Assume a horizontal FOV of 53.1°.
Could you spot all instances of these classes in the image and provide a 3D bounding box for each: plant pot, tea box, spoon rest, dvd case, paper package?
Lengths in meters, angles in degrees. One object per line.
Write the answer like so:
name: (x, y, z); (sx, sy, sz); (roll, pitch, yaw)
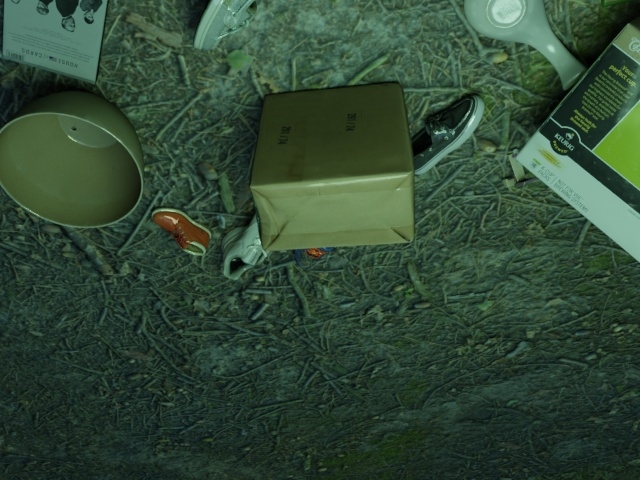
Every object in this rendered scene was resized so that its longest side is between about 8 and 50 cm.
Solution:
plant pot: (-0.490, -0.192, 1.303); (0.284, 0.191, 0.284); (-1, 135, -1)
tea box: (0.617, -0.194, 1.198); (0.329, 0.220, 0.323); (44, 133, 11)
spoon rest: (0.388, -0.403, 1.208); (0.276, 0.084, 0.137); (39, 122, -16)
dvd case: (-0.494, -0.421, 1.192); (0.179, 0.029, 0.238); (15, 133, -15)
paper package: (0.026, -0.152, 1.263); (0.310, 0.325, 0.168); (-4, 134, 4)

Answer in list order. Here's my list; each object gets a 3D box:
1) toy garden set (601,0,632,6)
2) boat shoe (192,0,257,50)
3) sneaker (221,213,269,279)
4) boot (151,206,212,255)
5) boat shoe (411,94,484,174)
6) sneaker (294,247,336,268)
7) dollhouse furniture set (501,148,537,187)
toy garden set: (0.604, -0.530, 1.093); (0.204, 0.049, 0.244); (-9, 134, 8)
boat shoe: (-0.116, -0.448, 1.116); (0.103, 0.118, 0.320); (32, 119, -23)
sneaker: (-0.137, -0.009, 1.534); (0.111, 0.129, 0.297); (28, 127, -23)
boot: (-0.339, -0.021, 1.550); (0.158, 0.084, 0.059); (28, 130, -23)
boat shoe: (0.247, -0.229, 1.363); (0.076, 0.080, 0.228); (17, 140, -30)
sneaker: (0.000, 0.000, 1.575); (0.083, 0.087, 0.221); (21, 130, -20)
dollhouse furniture set: (0.478, -0.179, 1.464); (0.114, 0.091, 0.081); (-20, 93, -12)
